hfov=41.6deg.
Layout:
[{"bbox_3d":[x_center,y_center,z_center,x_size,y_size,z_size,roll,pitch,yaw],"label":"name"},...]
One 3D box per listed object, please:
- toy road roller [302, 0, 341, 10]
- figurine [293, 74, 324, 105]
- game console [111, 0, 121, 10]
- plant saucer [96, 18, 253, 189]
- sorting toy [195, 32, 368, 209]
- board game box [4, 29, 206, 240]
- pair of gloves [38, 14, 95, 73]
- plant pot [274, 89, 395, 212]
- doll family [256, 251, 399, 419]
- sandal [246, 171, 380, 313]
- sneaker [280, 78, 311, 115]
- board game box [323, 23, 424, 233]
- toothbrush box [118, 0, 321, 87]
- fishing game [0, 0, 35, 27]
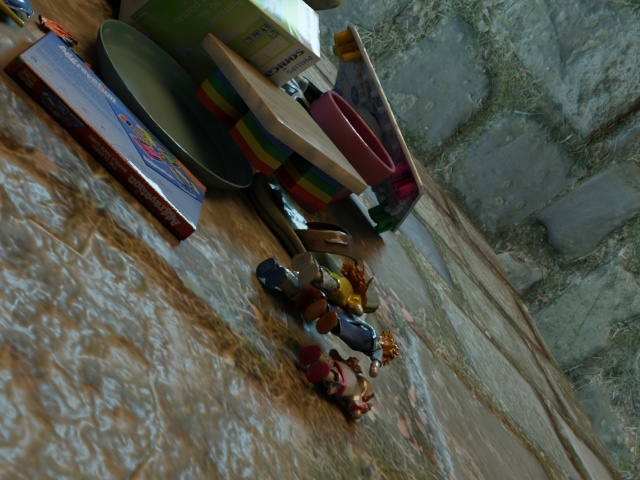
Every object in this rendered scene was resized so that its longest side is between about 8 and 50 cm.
[{"bbox_3d":[-0.116,-0.527,1.923,0.202,0.330,0.240,16,74,-65],"label":"toy road roller"},{"bbox_3d":[-0.102,-0.421,2.153,0.209,0.092,0.215,49,13,24],"label":"figurine"},{"bbox_3d":[-0.282,-0.428,1.625,0.386,0.060,0.342,45,15,-24],"label":"game console"},{"bbox_3d":[-0.222,-0.193,1.260,0.317,0.044,0.317,48,14,-16],"label":"plant saucer"},{"bbox_3d":[-0.079,-0.180,1.367,0.257,0.089,0.255,30,19,-50],"label":"sorting toy"},{"bbox_3d":[-0.252,-0.130,1.039,0.281,0.027,0.145,47,16,-19],"label":"board game box"},{"bbox_3d":[-0.338,-0.258,1.121,0.083,0.010,0.074,60,15,21],"label":"pair of gloves"},{"bbox_3d":[0.014,-0.157,1.629,0.201,0.180,0.201,48,14,-17],"label":"plant pot"},{"bbox_3d":[0.034,0.109,1.153,0.163,0.118,0.263,36,21,-48],"label":"doll family"},{"bbox_3d":[-0.001,-0.001,1.382,0.303,0.086,0.120,51,14,-4],"label":"sandal"},{"bbox_3d":[-0.034,-0.257,1.929,0.235,0.094,0.153,53,20,-35],"label":"sneaker"},{"bbox_3d":[0.103,-0.228,1.895,0.390,0.050,0.390,110,-41,-77],"label":"board game box"},{"bbox_3d":[-0.168,-0.372,1.435,0.283,0.206,0.122,31,44,-41],"label":"toothbrush box"},{"bbox_3d":[-0.420,-0.343,1.022,0.189,0.041,0.264,48,7,-46],"label":"fishing game"}]
